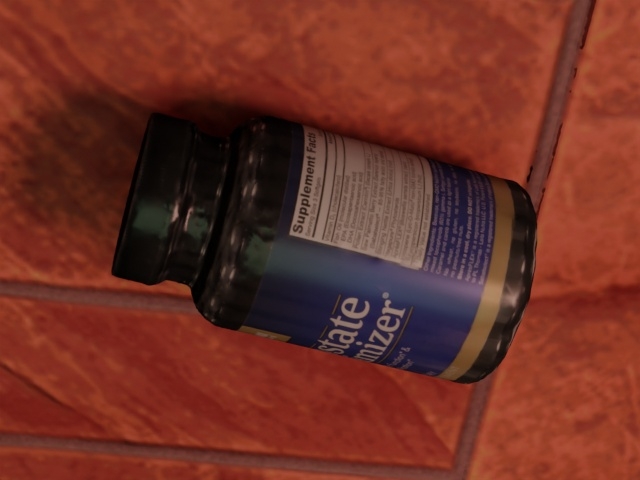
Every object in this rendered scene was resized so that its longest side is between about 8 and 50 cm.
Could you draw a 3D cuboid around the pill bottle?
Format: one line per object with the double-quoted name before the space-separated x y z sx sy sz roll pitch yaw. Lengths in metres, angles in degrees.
"pill bottle" 0.000 0.000 0.700 0.219 0.123 0.123 14 120 -10
